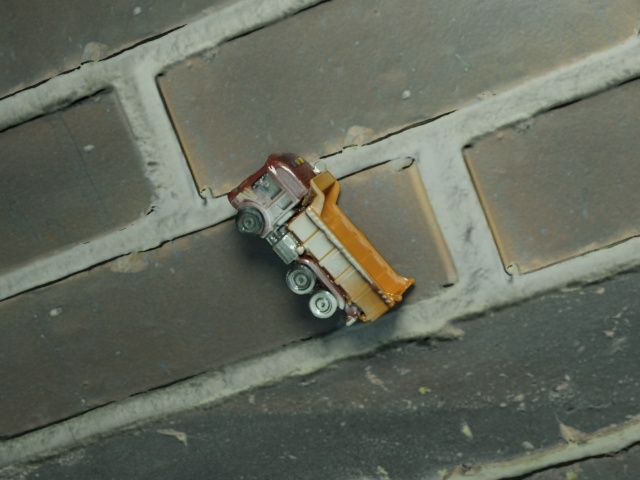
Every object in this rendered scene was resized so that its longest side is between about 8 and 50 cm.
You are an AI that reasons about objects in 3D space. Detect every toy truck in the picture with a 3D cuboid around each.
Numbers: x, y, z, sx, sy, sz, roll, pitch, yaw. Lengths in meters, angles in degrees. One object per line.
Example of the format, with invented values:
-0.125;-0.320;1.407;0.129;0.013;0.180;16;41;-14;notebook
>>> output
0.000;0.000;1.717;0.135;0.114;0.270;-42;89;19;toy truck
